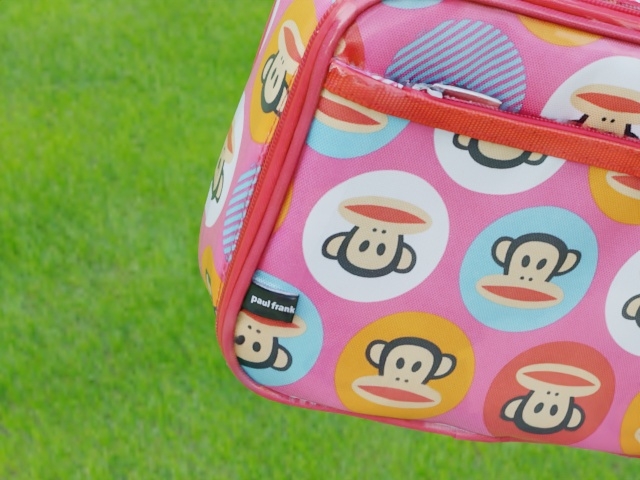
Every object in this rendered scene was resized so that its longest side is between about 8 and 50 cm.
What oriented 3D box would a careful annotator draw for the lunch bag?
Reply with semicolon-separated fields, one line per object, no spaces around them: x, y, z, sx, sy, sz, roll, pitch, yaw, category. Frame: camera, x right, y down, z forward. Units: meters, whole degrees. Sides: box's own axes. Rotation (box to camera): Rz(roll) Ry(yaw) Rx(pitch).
0.107;-0.034;0.674;0.293;0.258;0.120;11;28;-18;lunch bag
